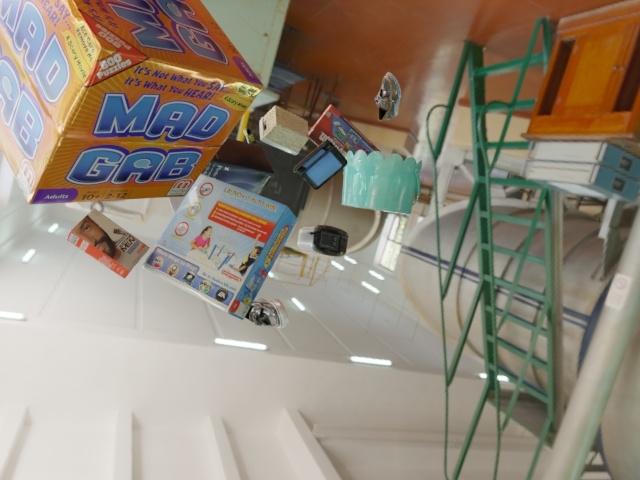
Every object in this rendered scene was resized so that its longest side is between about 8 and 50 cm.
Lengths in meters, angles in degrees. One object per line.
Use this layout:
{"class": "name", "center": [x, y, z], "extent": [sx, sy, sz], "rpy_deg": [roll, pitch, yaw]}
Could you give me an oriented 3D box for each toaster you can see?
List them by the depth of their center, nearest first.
{"class": "toaster", "center": [0.000, 0.000, 1.966], "extent": [0.227, 0.129, 0.146], "rpy_deg": [11, 174, -37]}

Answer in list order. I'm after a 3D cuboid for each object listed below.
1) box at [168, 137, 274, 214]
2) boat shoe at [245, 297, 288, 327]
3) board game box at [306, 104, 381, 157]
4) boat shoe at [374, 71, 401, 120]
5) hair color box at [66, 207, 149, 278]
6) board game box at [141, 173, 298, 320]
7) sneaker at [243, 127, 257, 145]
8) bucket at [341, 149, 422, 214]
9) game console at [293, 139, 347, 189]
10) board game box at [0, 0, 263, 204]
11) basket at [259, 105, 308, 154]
{"class": "box", "center": [-0.385, -0.231, 1.716], "extent": [0.294, 0.296, 0.182], "rpy_deg": [4, -134, -42]}
{"class": "boat shoe", "center": [-0.159, 0.200, 1.218], "extent": [0.076, 0.080, 0.228], "rpy_deg": [-18, -170, -26]}
{"class": "board game box", "center": [0.092, -0.362, 1.691], "extent": [0.281, 0.145, 0.027], "rpy_deg": [36, -175, -30]}
{"class": "boat shoe", "center": [0.210, -0.444, 1.418], "extent": [0.066, 0.066, 0.183], "rpy_deg": [52, 170, 29]}
{"class": "hair color box", "center": [-0.533, 0.008, 1.134], "extent": [0.167, 0.053, 0.093], "rpy_deg": [38, -137, -15]}
{"class": "board game box", "center": [-0.264, 0.007, 1.183], "extent": [0.308, 0.301, 0.086], "rpy_deg": [22, 166, 25]}
{"class": "sneaker", "center": [-0.288, -0.423, 1.840], "extent": [0.083, 0.031, 0.035], "rpy_deg": [57, 159, -11]}
{"class": "bucket", "center": [0.202, -0.193, 1.527], "extent": [0.281, 0.183, 0.281], "rpy_deg": [8, -175, -1]}
{"class": "game console", "center": [0.002, -0.199, 1.199], "extent": [0.071, 0.122, 0.107], "rpy_deg": [51, -169, 3]}
{"class": "board game box", "center": [-0.417, -0.327, 0.907], "extent": [0.356, 0.356, 0.357], "rpy_deg": [55, -149, 14]}
{"class": "basket", "center": [-0.135, -0.420, 1.709], "extent": [0.167, 0.113, 0.103], "rpy_deg": [17, 143, -33]}
